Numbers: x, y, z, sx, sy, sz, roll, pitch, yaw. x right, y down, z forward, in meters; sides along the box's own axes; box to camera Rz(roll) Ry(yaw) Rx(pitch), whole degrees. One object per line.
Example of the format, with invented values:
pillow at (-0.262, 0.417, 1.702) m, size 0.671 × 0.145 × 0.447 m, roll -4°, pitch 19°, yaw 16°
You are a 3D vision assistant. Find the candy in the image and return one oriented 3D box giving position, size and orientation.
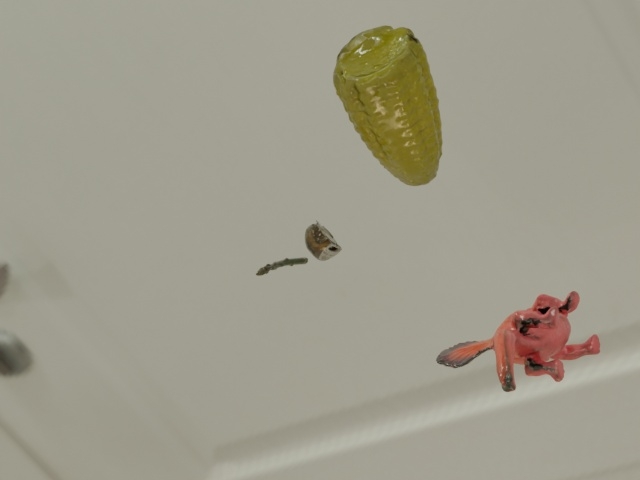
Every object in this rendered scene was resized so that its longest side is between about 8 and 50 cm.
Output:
candy at (0.087, -0.137, 1.571) m, size 0.106 × 0.199 × 0.094 m, roll -16°, pitch 40°, yaw 11°

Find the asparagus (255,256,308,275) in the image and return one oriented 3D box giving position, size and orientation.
asparagus at (-0.055, 0.035, 2.024) m, size 0.016 × 0.016 × 0.163 m, roll -30°, pitch -7°, yaw 22°

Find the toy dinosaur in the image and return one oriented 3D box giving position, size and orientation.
toy dinosaur at (0.158, 0.097, 1.289) m, size 0.139 × 0.070 × 0.286 m, roll -8°, pitch 5°, yaw 28°

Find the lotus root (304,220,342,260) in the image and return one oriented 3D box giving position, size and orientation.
lotus root at (-0.002, 0.002, 1.575) m, size 0.030 × 0.037 × 0.083 m, roll -40°, pitch -10°, yaw 2°
